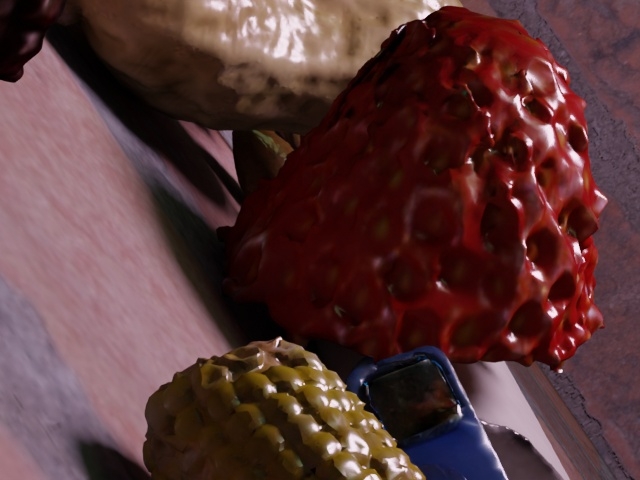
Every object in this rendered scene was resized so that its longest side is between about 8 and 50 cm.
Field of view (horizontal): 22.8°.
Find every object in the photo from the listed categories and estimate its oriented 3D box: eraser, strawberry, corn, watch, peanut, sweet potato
[{"bbox_3d":[0.064,0.085,0.970,0.174,0.095,0.270,44,12,-30],"label":"eraser"},{"bbox_3d":[0.055,-0.037,0.858,0.234,0.233,0.178,-107,-154,-67],"label":"strawberry"},{"bbox_3d":[0.048,0.170,0.493,0.320,0.097,0.097,55,7,17],"label":"corn"},{"bbox_3d":[0.096,0.213,0.676,0.274,0.068,0.276,61,-3,30],"label":"watch"},{"bbox_3d":[-0.035,-0.132,0.962,0.291,0.143,0.159,12,-4,-34],"label":"peanut"},{"bbox_3d":[-0.001,-0.002,1.120,0.218,0.051,0.065,53,4,-26],"label":"sweet potato"}]

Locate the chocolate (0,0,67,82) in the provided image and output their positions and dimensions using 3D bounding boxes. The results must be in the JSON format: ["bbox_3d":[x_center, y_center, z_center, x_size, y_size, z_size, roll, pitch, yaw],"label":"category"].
[{"bbox_3d":[-0.150,-0.158,0.655,0.224,0.206,0.177,-8,107,-72],"label":"chocolate"}]

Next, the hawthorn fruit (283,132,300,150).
[{"bbox_3d":[-0.040,-0.183,1.136,0.230,0.210,0.266,-125,-165,-67],"label":"hawthorn fruit"}]

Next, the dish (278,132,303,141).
[{"bbox_3d":[-0.026,-0.151,1.490,0.213,0.090,0.213,53,5,-7],"label":"dish"}]
